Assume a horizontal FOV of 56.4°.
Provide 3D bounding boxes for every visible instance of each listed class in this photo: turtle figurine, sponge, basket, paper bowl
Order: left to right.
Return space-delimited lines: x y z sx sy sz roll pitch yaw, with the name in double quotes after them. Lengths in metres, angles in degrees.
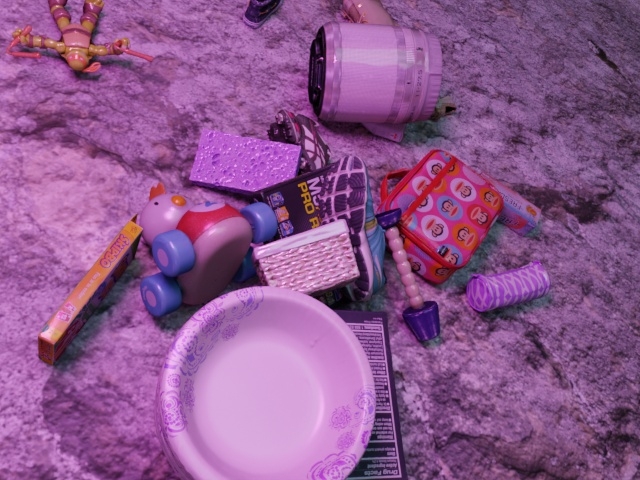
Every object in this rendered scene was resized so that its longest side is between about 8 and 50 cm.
-0.487 -0.417 1.225 0.270 0.087 0.217 -4 58 -16 "turtle figurine"
-0.149 -0.152 1.207 0.210 0.031 0.117 11 74 6 "sponge"
-0.079 0.217 0.811 0.284 0.148 0.284 9 61 -17 "paper bowl"
-0.024 0.045 1.026 0.167 0.113 0.103 -19 81 -12 "basket"

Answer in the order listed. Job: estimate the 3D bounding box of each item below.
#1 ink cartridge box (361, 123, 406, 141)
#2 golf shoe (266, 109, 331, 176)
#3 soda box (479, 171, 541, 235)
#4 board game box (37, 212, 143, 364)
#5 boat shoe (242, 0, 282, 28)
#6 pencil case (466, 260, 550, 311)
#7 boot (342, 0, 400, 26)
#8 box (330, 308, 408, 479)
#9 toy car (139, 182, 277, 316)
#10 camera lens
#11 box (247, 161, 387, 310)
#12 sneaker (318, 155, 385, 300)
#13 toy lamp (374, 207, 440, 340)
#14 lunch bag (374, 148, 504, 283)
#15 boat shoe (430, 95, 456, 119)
0.134 -0.330 1.494 0.179 0.045 0.145 16 57 6 "ink cartridge box"
-0.018 -0.165 1.292 0.120 0.105 0.272 -4 66 -36 "golf shoe"
0.454 -0.090 1.484 0.183 0.058 0.063 33 55 -4 "soda box"
-0.372 0.076 0.987 0.039 0.124 0.259 30 56 -8 "board game box"
-0.131 -0.611 1.489 0.065 0.083 0.183 29 56 -8 "boat shoe"
0.427 0.102 1.349 0.206 0.086 0.088 -10 102 -29 "pencil case"
0.111 -0.549 1.556 0.262 0.095 0.203 -29 78 -35 "boot"
-0.038 0.278 0.990 0.297 0.182 0.293 6 61 -19 "box"
-0.245 -0.025 1.066 0.219 0.210 0.238 -24 62 -43 "toy car"
0.115 -0.380 1.365 0.275 0.219 0.219 1 63 -9 "camera lens"
0.000 0.000 1.167 0.216 0.060 0.270 -23 101 -32 "box"
0.069 -0.023 1.137 0.110 0.107 0.275 -14 101 -53 "sneaker"
0.179 0.072 1.220 0.080 0.080 0.274 -26 99 -32 "toy lamp"
0.254 -0.071 1.356 0.258 0.120 0.293 39 54 5 "lunch bag"
0.308 -0.342 1.560 0.135 0.050 0.045 -28 72 -33 "boat shoe"
